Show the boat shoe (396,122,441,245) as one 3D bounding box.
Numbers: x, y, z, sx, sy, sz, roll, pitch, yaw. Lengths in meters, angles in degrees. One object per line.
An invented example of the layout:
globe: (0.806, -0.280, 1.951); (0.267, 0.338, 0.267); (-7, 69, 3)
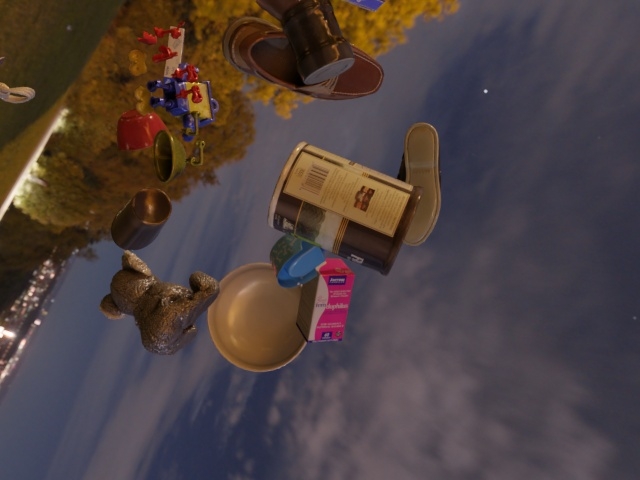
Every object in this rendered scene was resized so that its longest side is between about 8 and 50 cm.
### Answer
boat shoe: (0.273, -0.159, 1.534); (0.113, 0.127, 0.340); (-50, 139, -66)

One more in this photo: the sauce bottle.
sauce bottle: (-0.055, -0.362, 0.664); (0.111, 0.344, 0.111); (-23, -179, 0)

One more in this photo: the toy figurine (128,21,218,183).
toy figurine: (-0.308, -0.327, 1.371); (0.191, 0.217, 0.363); (-12, -93, 29)

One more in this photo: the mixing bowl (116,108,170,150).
mixing bowl: (-0.600, -0.377, 1.829); (0.181, 0.181, 0.098); (-103, -178, -59)

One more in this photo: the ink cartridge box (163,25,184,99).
ink cartridge box: (-0.437, -0.526, 1.645); (0.097, 0.046, 0.207); (118, -27, -57)

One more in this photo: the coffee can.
coffee can: (0.053, -0.068, 1.175); (0.201, 0.275, 0.202); (23, 90, -83)

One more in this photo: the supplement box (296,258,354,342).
supplement box: (0.011, 0.171, 1.589); (0.114, 0.111, 0.220); (-133, -132, -59)

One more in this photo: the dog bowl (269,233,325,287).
dog bowl: (0.000, 0.000, 1.392); (0.297, 0.166, 0.074); (-36, -118, -5)

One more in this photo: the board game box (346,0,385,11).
board game box: (0.104, -0.534, 0.807); (0.291, 0.141, 0.232); (-24, -113, 52)

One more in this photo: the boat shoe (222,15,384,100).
boat shoe: (-0.015, -0.314, 1.008); (0.116, 0.324, 0.123); (47, -51, 51)

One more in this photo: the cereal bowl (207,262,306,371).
cereal bowl: (-0.185, 0.244, 1.781); (0.339, 0.339, 0.141); (-63, 173, -3)

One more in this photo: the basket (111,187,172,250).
basket: (-0.588, -0.082, 1.851); (0.227, 0.154, 0.204); (-27, -156, 56)

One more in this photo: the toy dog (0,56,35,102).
toy dog: (-0.899, -0.434, 1.417); (0.333, 0.220, 0.161); (-6, -99, 36)

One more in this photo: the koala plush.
koala plush: (-0.383, 0.134, 1.243); (0.196, 0.221, 0.203); (-59, 172, 18)
